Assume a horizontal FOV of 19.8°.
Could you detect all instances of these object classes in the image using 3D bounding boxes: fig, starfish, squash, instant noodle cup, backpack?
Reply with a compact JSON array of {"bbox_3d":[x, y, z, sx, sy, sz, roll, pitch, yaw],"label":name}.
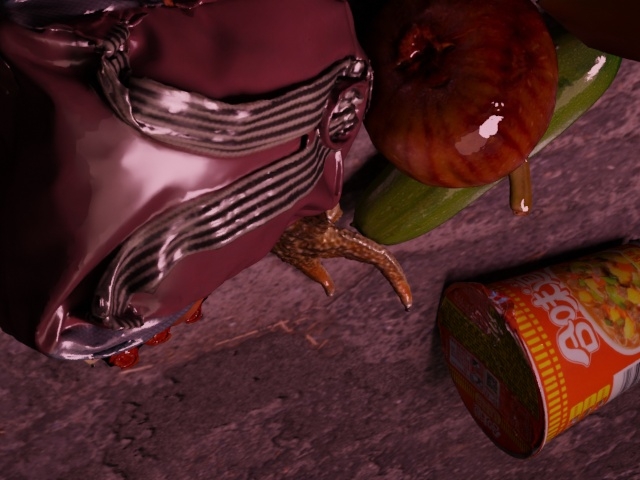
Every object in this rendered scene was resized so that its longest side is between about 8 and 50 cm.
[{"bbox_3d":[0.123,-0.122,1.486,0.175,0.175,0.207,-40,154,19],"label":"fig"},{"bbox_3d":[0.002,-0.002,1.611,0.247,0.138,0.050,42,67,-59],"label":"starfish"},{"bbox_3d":[0.146,-0.094,1.605,0.292,0.082,0.082,-40,144,22],"label":"squash"},{"bbox_3d":[0.257,0.093,1.860,0.212,0.193,0.193,-22,147,-22],"label":"instant noodle cup"},{"bbox_3d":[-0.096,-0.077,1.342,0.317,0.197,0.283,-16,116,-32],"label":"backpack"}]

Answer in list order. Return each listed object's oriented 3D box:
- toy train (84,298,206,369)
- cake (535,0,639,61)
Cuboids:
[{"bbox_3d":[-0.164,0.058,1.629,0.138,0.050,0.087,-34,142,11],"label":"toy train"},{"bbox_3d":[0.284,-0.249,1.440,0.207,0.178,0.185,9,165,13],"label":"cake"}]
